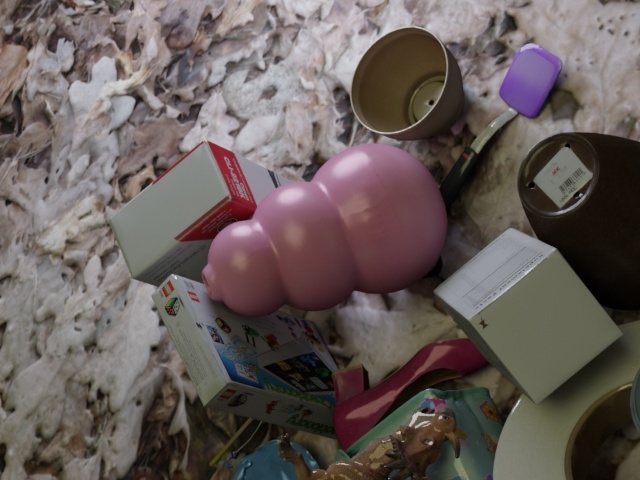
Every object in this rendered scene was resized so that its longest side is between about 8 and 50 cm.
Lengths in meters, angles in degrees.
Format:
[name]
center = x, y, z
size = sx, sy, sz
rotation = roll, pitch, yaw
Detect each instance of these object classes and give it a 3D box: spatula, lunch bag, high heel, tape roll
[spatula]
center = 0.231, -0.142, 2.055
size = 0.296, 0.030, 0.084
rotation = -54, 50, 9
[lunch bag]
center = 0.130, 0.340, 1.879
size = 0.262, 0.160, 0.223
rotation = -38, 63, 32
[high heel]
center = 0.131, 0.205, 1.952
size = 0.244, 0.082, 0.117
rotation = -13, 64, 9
[tape roll]
center = 0.388, 0.261, 1.680
size = 0.392, 0.072, 0.392
rotation = -15, 46, 17

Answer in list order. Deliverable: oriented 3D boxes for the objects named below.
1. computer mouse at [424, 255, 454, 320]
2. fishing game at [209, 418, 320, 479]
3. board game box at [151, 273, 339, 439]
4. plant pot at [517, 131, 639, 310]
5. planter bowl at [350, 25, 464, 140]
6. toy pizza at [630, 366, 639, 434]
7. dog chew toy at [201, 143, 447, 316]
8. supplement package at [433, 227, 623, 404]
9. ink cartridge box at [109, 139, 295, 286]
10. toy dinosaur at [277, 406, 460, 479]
[computer mouse]
center = 0.185, 0.070, 2.016
size = 0.071, 0.041, 0.242
rotation = -53, 44, -2
[fishing game]
center = -0.055, 0.375, 2.079
size = 0.264, 0.041, 0.189
rotation = 48, 112, 32
[board game box]
center = -0.079, 0.163, 1.998
size = 0.053, 0.305, 0.193
rotation = -43, 53, 19
[plant pot]
center = 0.344, -0.045, 1.808
size = 0.215, 0.230, 0.215
rotation = -13, 67, 32
[planter bowl]
center = 0.139, -0.211, 2.097
size = 0.162, 0.109, 0.162
rotation = -13, 67, 33
[toy pizza]
center = 0.449, 0.175, 1.646
size = 0.201, 0.032, 0.201
rotation = -15, 47, 16
[dog chew toy]
center = 0.000, 0.000, 1.974
size = 0.332, 0.206, 0.206
rotation = -21, 54, -14
[supplement package]
center = 0.247, 0.087, 1.795
size = 0.139, 0.244, 0.134
rotation = -39, 98, 1
[ink cartridge box]
center = -0.135, -0.011, 2.126
size = 0.197, 0.273, 0.114
rotation = -38, 59, 20
[toy dinosaur]
center = 0.054, 0.339, 1.767
size = 0.200, 0.127, 0.295
rotation = 9, 93, 30
